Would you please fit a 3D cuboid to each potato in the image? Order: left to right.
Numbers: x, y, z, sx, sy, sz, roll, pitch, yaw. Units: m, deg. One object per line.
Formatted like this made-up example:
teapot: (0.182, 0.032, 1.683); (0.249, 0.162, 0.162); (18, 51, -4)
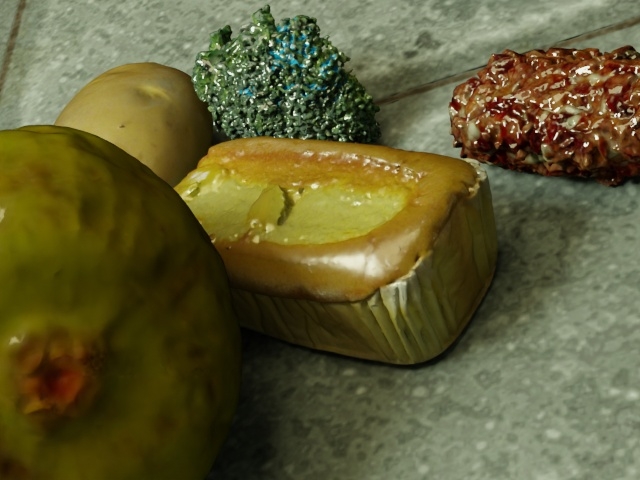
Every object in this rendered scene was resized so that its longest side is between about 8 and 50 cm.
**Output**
potato: (-0.177, -0.077, 1.508); (0.150, 0.146, 0.234); (9, 48, 2)

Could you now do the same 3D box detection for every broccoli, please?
broccoli: (-0.024, -0.134, 1.481); (0.167, 0.154, 0.160); (-7, 6, 27)

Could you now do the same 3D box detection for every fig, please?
fig: (-0.229, 0.081, 1.241); (0.343, 0.343, 0.343); (-18, 42, 16)

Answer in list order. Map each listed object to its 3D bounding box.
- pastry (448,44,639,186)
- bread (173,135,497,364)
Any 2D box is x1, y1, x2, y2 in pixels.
pastry: (0.202, -0.097, 1.306); (0.208, 0.097, 0.115); (4, 70, 37)
bread: (0.000, 0.000, 1.323); (0.288, 0.119, 0.152); (9, 51, 39)
